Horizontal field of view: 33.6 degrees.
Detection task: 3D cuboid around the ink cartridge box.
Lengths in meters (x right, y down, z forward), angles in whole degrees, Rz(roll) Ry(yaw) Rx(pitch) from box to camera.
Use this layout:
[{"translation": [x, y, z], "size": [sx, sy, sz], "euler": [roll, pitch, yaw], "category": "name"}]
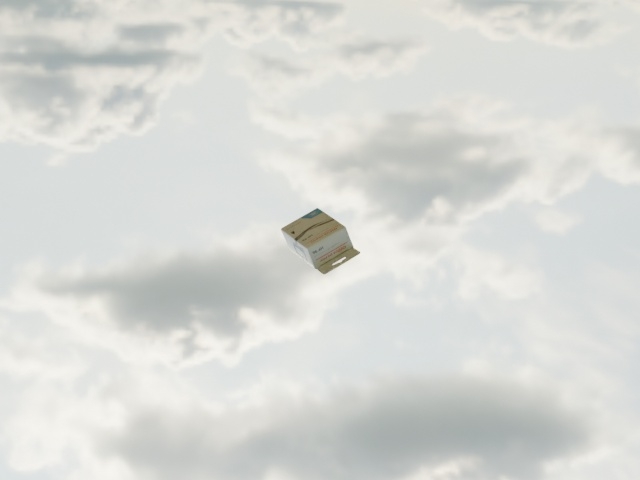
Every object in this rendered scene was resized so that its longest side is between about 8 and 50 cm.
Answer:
[{"translation": [0.000, 0.000, 1.090], "size": [0.048, 0.028, 0.083], "euler": [-31, -150, -15], "category": "ink cartridge box"}]
